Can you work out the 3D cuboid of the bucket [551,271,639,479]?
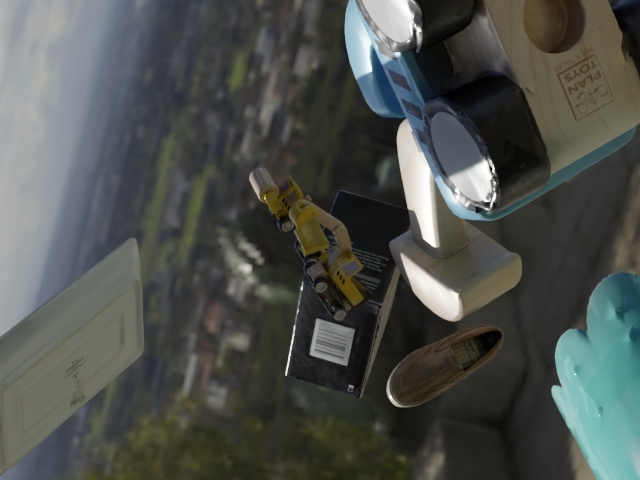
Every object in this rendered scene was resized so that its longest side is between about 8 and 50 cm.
[{"bbox_3d":[0.321,0.135,1.221,0.183,0.281,0.281,-110,32,-46],"label":"bucket"}]

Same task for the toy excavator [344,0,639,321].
[{"bbox_3d":[0.137,-0.121,1.528,0.433,0.222,0.445,64,162,-14],"label":"toy excavator"}]

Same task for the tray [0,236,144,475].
[{"bbox_3d":[-0.243,0.119,1.614,0.270,0.030,0.145,-42,-37,-47],"label":"tray"}]

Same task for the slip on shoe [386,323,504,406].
[{"bbox_3d":[0.129,0.125,1.728,0.051,0.135,0.041,65,161,4],"label":"slip on shoe"}]

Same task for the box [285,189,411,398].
[{"bbox_3d":[0.032,0.059,1.877,0.158,0.093,0.156,-67,-8,-46],"label":"box"}]

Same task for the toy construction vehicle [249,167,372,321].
[{"bbox_3d":[0.000,0.000,1.008,0.098,0.035,0.086,57,-178,-34],"label":"toy construction vehicle"}]
